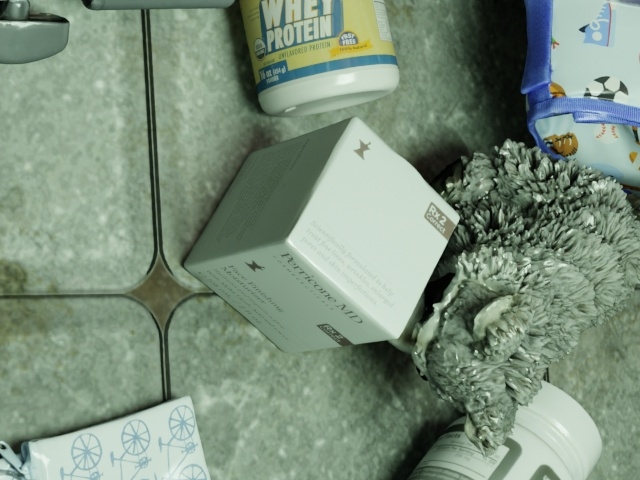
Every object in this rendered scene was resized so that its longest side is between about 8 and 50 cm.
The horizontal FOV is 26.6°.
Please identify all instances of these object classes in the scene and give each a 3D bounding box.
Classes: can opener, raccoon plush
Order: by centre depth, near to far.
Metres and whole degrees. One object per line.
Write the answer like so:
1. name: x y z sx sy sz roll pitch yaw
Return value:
1. can opener: -0.210 -0.219 1.260 0.283 0.076 0.095 -8 119 -37
2. raccoon plush: 0.272 0.033 1.326 0.446 0.299 0.216 -18 118 3

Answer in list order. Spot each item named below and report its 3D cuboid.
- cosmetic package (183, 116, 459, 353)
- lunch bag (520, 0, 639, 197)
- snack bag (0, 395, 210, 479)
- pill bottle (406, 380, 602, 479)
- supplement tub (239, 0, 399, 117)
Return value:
1. cosmetic package: 0.000 0.000 1.289 0.151 0.183 0.151 41 61 -23
2. lunch bag: 0.366 -0.231 1.517 0.385 0.239 0.328 19 67 -41
3. snack bag: -0.223 0.326 1.166 0.342 0.037 0.323 -11 89 -36
4. pill bottle: 0.160 0.281 1.371 0.283 0.161 0.161 -46 109 -32
5. supplement tub: -0.008 -0.233 1.346 0.144 0.144 0.200 -11 89 -36
